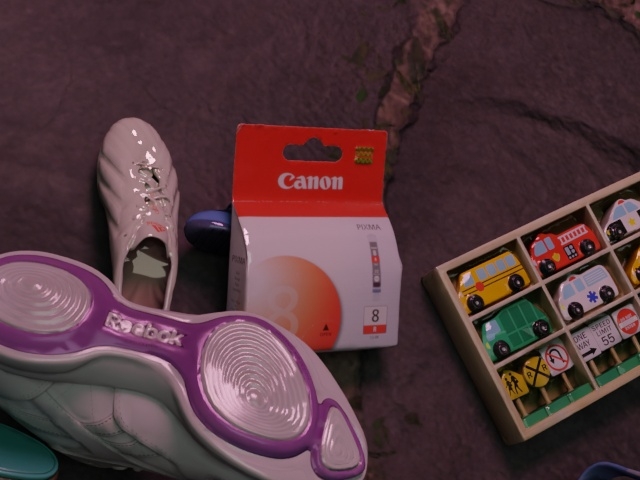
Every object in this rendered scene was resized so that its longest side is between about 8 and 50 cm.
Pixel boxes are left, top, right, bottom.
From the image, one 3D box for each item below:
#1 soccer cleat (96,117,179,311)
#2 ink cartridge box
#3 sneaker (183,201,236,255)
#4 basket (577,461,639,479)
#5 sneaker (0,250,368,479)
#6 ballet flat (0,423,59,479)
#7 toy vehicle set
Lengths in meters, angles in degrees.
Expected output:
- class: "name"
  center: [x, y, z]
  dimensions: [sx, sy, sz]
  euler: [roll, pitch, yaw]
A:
- class: "soccer cleat"
  center: [-0.139, -0.012, 0.872]
  dimensions: [0.068, 0.076, 0.196]
  euler: [2, 71, -19]
- class: "ink cartridge box"
  center: [0.000, 0.000, 0.890]
  dimensions: [0.145, 0.045, 0.179]
  euler: [0, 100, -30]
- class: "sneaker"
  center: [-0.049, -0.022, 0.924]
  dimensions: [0.144, 0.053, 0.059]
  euler: [-4, 74, -30]
- class: "basket"
  center: [0.229, 0.309, 0.798]
  dimensions: [0.201, 0.254, 0.289]
  euler: [31, 74, -15]
- class: "sneaker"
  center: [-0.112, 0.111, 0.791]
  dimensions: [0.305, 0.152, 0.114]
  euler: [24, 50, 3]
- class: "ballet flat"
  center: [-0.282, 0.143, 0.753]
  dimensions: [0.203, 0.074, 0.074]
  euler: [23, 65, -16]
- class: "toy vehicle set"
  center: [0.239, 0.054, 1.010]
  dimensions: [0.266, 0.035, 0.166]
  euler: [-24, 81, -25]
